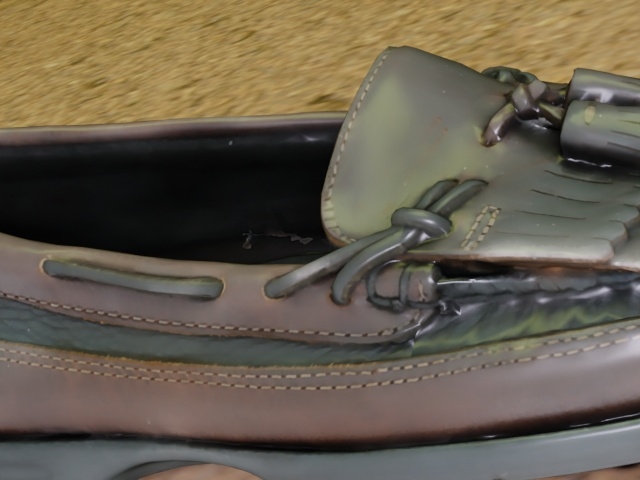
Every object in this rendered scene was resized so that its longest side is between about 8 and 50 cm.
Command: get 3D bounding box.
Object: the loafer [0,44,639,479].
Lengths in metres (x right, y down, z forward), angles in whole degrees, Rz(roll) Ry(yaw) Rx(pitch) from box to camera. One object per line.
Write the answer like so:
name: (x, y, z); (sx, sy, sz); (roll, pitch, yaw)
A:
loafer: (0.000, 0.000, 0.362); (0.267, 0.084, 0.096); (-10, 19, 23)
